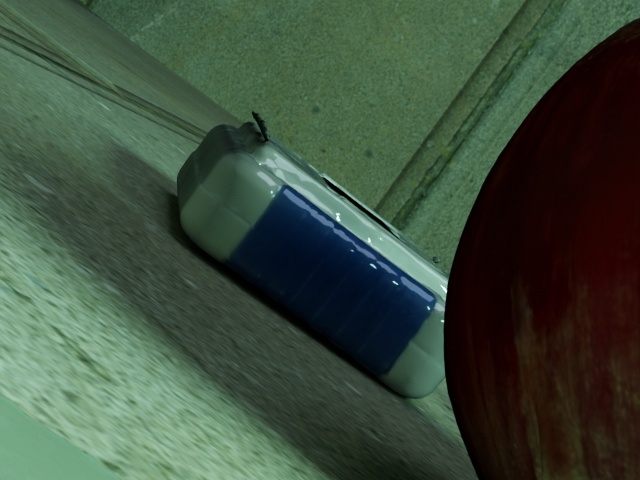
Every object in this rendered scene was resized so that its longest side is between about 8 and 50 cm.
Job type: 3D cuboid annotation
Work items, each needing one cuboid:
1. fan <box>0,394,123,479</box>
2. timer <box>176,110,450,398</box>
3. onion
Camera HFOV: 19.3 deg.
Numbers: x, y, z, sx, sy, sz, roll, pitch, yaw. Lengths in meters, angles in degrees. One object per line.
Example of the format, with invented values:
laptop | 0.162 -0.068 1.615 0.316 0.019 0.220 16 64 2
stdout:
fan | -0.083 0.039 0.335 0.310 0.010 0.182 37 2 -40
timer | 0.000 0.000 1.141 0.178 0.078 0.253 36 3 -10
onion | 0.207 0.050 0.741 0.341 0.341 0.341 36 3 -3
